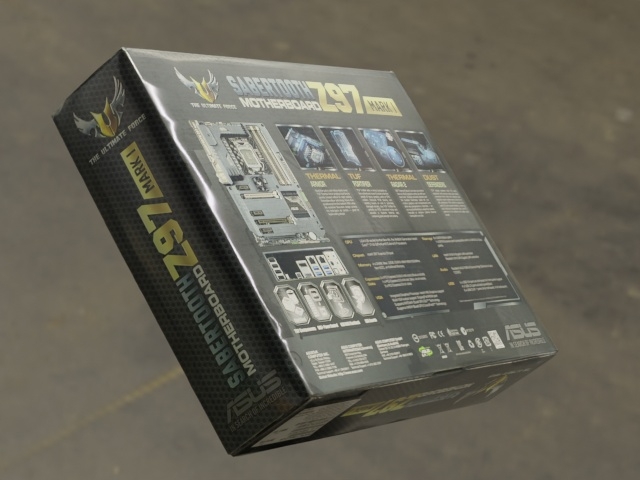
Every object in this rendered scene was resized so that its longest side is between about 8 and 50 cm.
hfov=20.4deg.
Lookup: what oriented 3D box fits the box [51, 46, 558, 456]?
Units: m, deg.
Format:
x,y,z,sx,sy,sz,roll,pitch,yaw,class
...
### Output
x,y,z,sx,sy,sz,roll,pitch,yaw,class
0.000,0.000,0.860,0.232,0.059,0.183,-4,60,-57,box
